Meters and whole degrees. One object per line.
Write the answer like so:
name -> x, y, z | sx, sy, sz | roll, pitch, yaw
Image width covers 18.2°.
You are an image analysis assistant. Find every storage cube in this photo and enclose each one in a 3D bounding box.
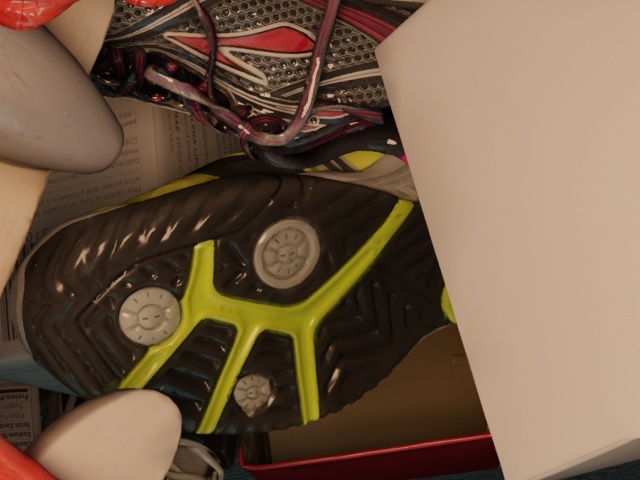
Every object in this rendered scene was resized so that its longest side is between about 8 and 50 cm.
storage cube -> 0.031, 0.084, 1.510 | 0.215, 0.184, 0.193 | -8, 166, 4

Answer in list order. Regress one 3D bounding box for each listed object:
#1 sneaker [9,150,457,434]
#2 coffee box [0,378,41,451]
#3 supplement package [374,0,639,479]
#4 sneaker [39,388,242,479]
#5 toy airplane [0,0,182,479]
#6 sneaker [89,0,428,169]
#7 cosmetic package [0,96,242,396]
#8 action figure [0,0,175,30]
sneaker -> 0.000, 0.000, 1.117 | 0.384, 0.145, 0.147 | -13, -155, -29
coffee box -> -0.238, 0.091, 1.301 | 0.098, 0.247, 0.141 | -2, 165, -13
supplement package -> 0.201, -0.039, 0.797 | 0.262, 0.198, 0.199 | -9, 166, -30
sneaker -> -0.112, 0.118, 1.363 | 0.146, 0.330, 0.122 | -36, 141, 13
toy airplane -> -0.215, 0.068, 0.791 | 0.384, 0.386, 0.272 | -16, 171, -19
sneaker -> -0.047, -0.092, 0.973 | 0.299, 0.112, 0.121 | 0, 163, -20
cosmetic package -> -0.113, 0.008, 1.229 | 0.151, 0.151, 0.183 | -13, 163, 24
action figure -> -0.174, -0.165, 0.732 | 0.280, 0.139, 0.091 | 18, 165, -4
